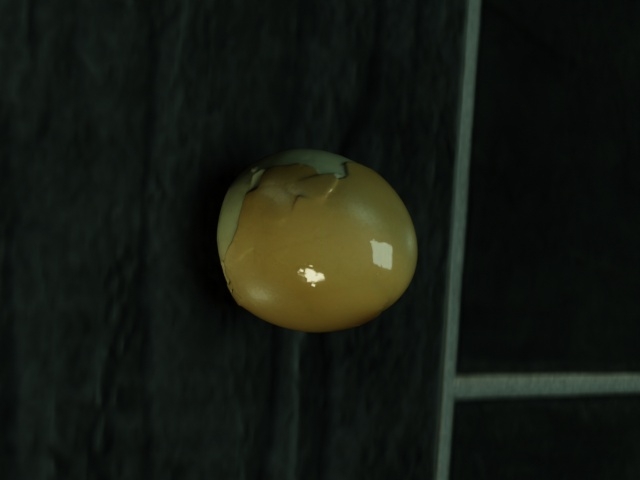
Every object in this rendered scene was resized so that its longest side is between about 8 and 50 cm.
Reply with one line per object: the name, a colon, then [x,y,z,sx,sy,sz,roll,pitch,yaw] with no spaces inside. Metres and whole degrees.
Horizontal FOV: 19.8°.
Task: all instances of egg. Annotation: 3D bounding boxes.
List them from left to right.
egg: [0.000,0.000,0.708,0.071,0.083,0.071,-11,104,-52]
